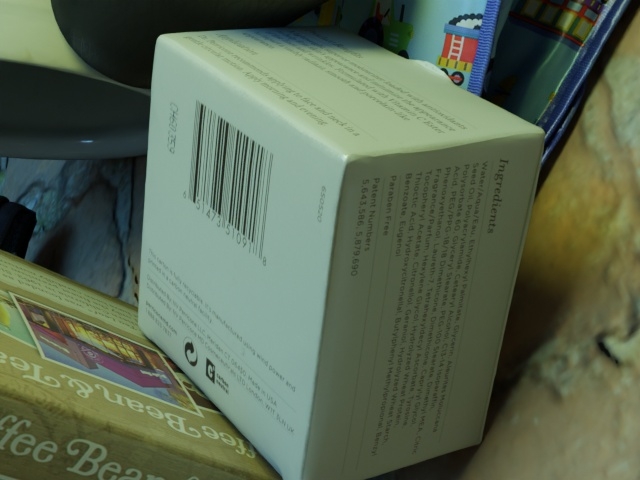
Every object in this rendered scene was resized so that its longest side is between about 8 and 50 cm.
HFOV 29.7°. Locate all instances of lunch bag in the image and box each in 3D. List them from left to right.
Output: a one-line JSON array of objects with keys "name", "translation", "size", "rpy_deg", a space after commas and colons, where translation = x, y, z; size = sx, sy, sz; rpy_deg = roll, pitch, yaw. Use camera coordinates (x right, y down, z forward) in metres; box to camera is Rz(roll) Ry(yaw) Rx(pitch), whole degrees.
[{"name": "lunch bag", "translation": [0.058, -0.126, 0.719], "size": [0.221, 0.138, 0.293], "rpy_deg": [32, 103, 53]}]

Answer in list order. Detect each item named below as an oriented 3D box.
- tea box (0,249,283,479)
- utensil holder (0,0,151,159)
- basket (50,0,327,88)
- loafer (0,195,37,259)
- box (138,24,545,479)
[{"name": "tea box", "translation": [-0.204, 0.185, 0.659], "size": [0.323, 0.329, 0.220], "rpy_deg": [-58, 34, 6]}, {"name": "utensil holder", "translation": [-0.248, -0.284, 0.950], "size": [0.328, 0.328, 0.385], "rpy_deg": [-9, 76, 50]}, {"name": "basket", "translation": [-0.077, -0.187, 0.705], "size": [0.154, 0.204, 0.227], "rpy_deg": [-47, 7, -25]}, {"name": "loafer", "translation": [-0.293, 0.110, 1.056], "size": [0.109, 0.095, 0.302], "rpy_deg": [103, -177, -69]}, {"name": "box", "translation": [0.000, 0.000, 0.622], "size": [0.181, 0.119, 0.181], "rpy_deg": [37, 129, 47]}]
